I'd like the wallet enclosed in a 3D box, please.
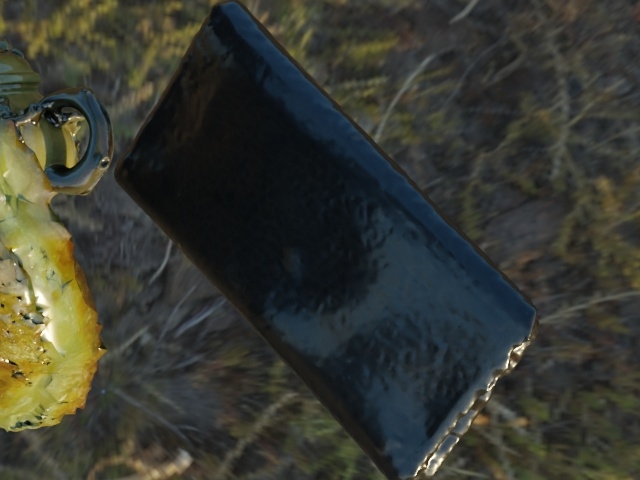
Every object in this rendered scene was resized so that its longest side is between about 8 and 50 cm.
[{"bbox_3d":[0.000,0.000,1.204,0.321,0.044,0.170,46,120,20],"label":"wallet"}]

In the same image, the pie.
[{"bbox_3d":[-0.284,-0.002,1.162,0.355,0.288,0.103,61,39,-26],"label":"pie"}]

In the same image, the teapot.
[{"bbox_3d":[-0.309,-0.113,1.703,0.269,0.173,0.183,0,96,30],"label":"teapot"}]
